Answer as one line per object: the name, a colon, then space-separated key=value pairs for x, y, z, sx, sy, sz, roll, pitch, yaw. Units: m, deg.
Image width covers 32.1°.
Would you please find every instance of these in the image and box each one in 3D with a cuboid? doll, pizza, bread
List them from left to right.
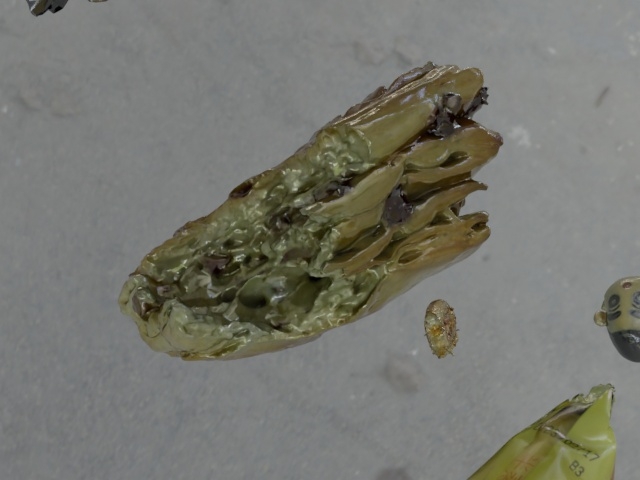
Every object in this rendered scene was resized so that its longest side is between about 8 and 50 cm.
bread: x=0.000 y=0.000 z=1.112 sx=0.370 sy=0.314 sz=0.191 roll=-36 pitch=95 yaw=-25
pizza: x=0.077 y=0.056 z=0.704 sx=0.016 sy=0.083 sz=0.037 roll=-1 pitch=78 yaw=13
doll: x=0.359 y=0.074 z=1.235 sx=0.179 sy=0.102 sz=0.089 roll=-42 pitch=116 yaw=-57

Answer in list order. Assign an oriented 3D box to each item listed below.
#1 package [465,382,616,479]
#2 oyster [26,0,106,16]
package: x=0.113 y=0.198 z=0.684 sx=0.090 sy=0.168 sz=0.226 roll=28 pitch=51 yaw=36
oyster: x=-0.063 y=-0.276 z=0.573 sx=0.361 sy=0.221 sz=0.096 roll=-29 pitch=34 yaw=-18
